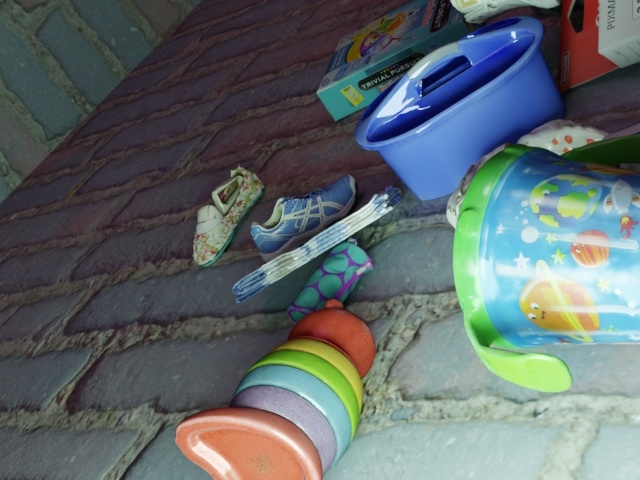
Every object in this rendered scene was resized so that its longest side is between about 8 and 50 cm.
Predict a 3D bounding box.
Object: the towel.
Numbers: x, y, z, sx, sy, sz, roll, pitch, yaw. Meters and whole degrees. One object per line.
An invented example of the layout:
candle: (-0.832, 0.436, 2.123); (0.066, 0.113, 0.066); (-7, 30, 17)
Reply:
towel: (0.000, 0.000, 1.777); (0.285, 0.034, 0.209); (-32, 0, 13)

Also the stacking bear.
stacking bear: (-0.021, 0.190, 1.409); (0.164, 0.175, 0.289); (-21, 20, 35)

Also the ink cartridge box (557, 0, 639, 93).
ink cartridge box: (0.459, -0.403, 1.768); (0.261, 0.066, 0.296); (-20, 54, 46)

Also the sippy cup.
sippy cup: (0.300, 0.015, 1.228); (0.224, 0.240, 0.305); (5, 85, 42)

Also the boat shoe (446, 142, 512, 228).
boat shoe: (0.221, -0.038, 1.570); (0.096, 0.098, 0.277); (-23, 18, 29)

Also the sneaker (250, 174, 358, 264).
sneaker: (-0.025, -0.047, 1.926); (0.211, 0.081, 0.080); (-40, 22, -11)

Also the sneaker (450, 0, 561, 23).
sneaker: (0.288, -0.397, 1.811); (0.169, 0.108, 0.292); (-17, 3, 16)

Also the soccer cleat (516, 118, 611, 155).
soccer cleat: (0.355, -0.144, 1.615); (0.076, 0.068, 0.196); (-43, 22, -22)

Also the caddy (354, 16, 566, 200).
caddy: (0.217, -0.225, 1.807); (0.341, 0.179, 0.241); (-32, 25, 10)

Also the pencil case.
pencil case: (0.016, 0.069, 1.678); (0.070, 0.064, 0.151); (7, 48, 43)

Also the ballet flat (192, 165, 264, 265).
ballet flat: (-0.191, -0.053, 2.168); (0.091, 0.077, 0.241); (-15, 32, 39)

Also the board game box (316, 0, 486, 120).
board game box: (0.172, -0.398, 2.309); (0.336, 0.079, 0.253); (-23, 27, 28)

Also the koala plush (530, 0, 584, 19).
koala plush: (0.433, -0.486, 2.011); (0.196, 0.203, 0.221); (-29, 37, 18)

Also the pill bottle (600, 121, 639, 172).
pill bottle: (0.403, -0.090, 1.392); (0.187, 0.112, 0.112); (-21, 28, 31)
